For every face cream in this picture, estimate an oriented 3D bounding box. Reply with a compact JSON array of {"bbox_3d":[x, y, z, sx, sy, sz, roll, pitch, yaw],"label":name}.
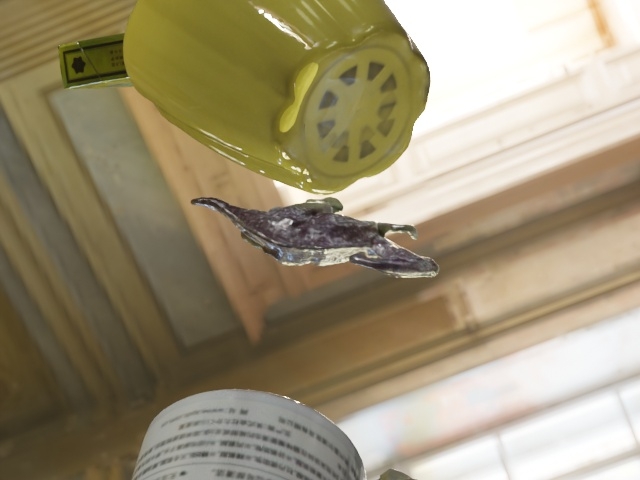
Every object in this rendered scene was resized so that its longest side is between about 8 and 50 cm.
[{"bbox_3d":[-0.069,0.261,0.835,0.370,0.145,0.145,-76,-32,-47],"label":"face cream"}]

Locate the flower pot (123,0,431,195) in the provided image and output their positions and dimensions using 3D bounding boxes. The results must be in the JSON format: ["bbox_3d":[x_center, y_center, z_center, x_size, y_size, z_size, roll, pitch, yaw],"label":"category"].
[{"bbox_3d":[-0.021,-0.134,1.159,0.179,0.195,0.195,40,166,42],"label":"flower pot"}]

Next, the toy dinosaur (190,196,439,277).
[{"bbox_3d":[0.002,-0.007,1.808,0.162,0.294,0.077,-16,-71,-71],"label":"toy dinosaur"}]

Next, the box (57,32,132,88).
[{"bbox_3d":[-0.201,-0.233,1.955,0.141,0.220,0.064,-13,-85,-58],"label":"box"}]

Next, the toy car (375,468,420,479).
[{"bbox_3d":[0.138,0.414,1.967,0.301,0.193,0.118,34,-147,-20],"label":"toy car"}]
